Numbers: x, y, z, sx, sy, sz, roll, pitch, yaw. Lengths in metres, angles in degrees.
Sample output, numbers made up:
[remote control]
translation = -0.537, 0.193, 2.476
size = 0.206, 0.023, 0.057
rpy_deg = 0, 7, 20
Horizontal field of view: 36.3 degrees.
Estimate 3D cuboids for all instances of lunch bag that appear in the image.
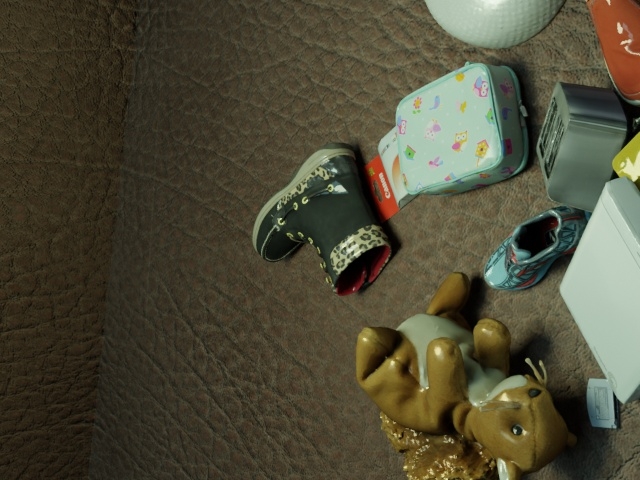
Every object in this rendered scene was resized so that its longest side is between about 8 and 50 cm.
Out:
[lunch bag]
translation = 0.269, -0.212, 1.859
size = 0.279, 0.107, 0.224
rpy_deg = -18, 73, 50

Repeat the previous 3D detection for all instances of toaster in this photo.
[toaster]
translation = 0.427, -0.160, 1.583
size = 0.168, 0.110, 0.186
rpy_deg = -83, 3, -58

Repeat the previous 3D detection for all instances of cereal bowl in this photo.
[cereal bowl]
translation = 0.300, -0.526, 1.792
size = 0.339, 0.141, 0.339
rpy_deg = 2, 93, 52

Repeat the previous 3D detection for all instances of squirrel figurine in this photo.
[squirrel figurine]
translation = 0.275, 0.323, 1.784
size = 0.370, 0.281, 0.397
rpy_deg = 32, 130, 36

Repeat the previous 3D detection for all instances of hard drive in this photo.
[hard drive]
translation = 0.468, 0.088, 1.501
size = 0.353, 0.047, 0.233
rpy_deg = 85, 164, -63

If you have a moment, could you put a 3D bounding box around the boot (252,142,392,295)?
[boot]
translation = 0.000, 0.000, 2.189
size = 0.377, 0.138, 0.284
rpy_deg = -48, 54, 34

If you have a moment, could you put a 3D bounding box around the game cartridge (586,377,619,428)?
[game cartridge]
translation = 0.481, 0.277, 1.666
size = 0.056, 0.017, 0.083
rpy_deg = -5, 86, 48

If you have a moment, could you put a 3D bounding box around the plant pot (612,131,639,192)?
[plant pot]
translation = 0.561, -0.105, 1.422
size = 0.212, 0.187, 0.212
rpy_deg = -52, 52, 38

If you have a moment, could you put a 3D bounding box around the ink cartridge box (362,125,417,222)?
[ink cartridge box]
translation = 0.148, -0.141, 2.066
size = 0.179, 0.045, 0.145
rpy_deg = -39, 60, 42

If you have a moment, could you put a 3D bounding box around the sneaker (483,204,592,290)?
[sneaker]
translation = 0.364, 0.006, 1.724
size = 0.262, 0.125, 0.104
rpy_deg = -43, 57, 43

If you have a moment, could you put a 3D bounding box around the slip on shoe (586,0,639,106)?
[slip on shoe]
translation = 0.485, -0.374, 1.588
size = 0.123, 0.101, 0.331
rpy_deg = -21, 75, 48
